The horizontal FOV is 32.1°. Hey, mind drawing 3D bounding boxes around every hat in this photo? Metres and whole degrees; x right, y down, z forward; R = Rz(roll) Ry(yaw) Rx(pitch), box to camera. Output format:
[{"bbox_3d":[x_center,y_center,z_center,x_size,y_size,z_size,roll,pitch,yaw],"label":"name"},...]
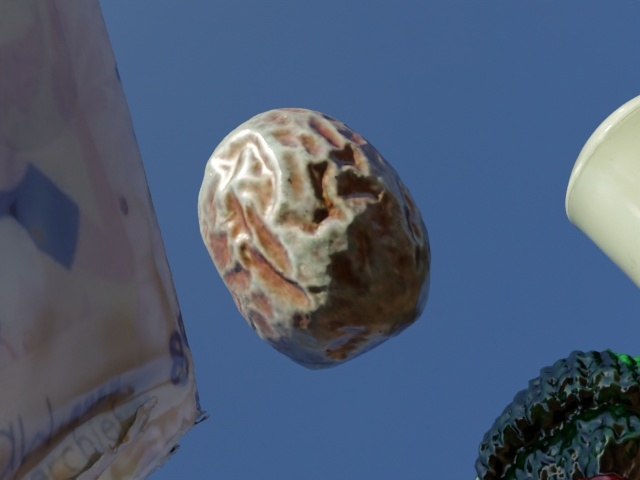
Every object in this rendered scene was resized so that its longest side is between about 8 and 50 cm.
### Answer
[{"bbox_3d":[0.299,0.282,1.275,0.242,0.332,0.274,22,-71,8],"label":"hat"}]

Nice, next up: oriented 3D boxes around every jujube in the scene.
[{"bbox_3d":[-0.005,-0.001,1.290,0.246,0.215,0.308,-43,-116,0],"label":"jujube"}]

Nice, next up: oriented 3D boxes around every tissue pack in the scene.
[{"bbox_3d":[-0.170,-0.033,0.457,0.125,0.242,0.343,-9,-80,18],"label":"tissue pack"}]

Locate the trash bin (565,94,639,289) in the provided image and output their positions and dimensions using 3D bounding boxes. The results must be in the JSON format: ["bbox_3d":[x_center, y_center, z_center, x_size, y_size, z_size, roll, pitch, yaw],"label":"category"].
[{"bbox_3d":[0.537,-0.015,1.511,0.280,0.432,0.280,-21,-37,-17],"label":"trash bin"}]
